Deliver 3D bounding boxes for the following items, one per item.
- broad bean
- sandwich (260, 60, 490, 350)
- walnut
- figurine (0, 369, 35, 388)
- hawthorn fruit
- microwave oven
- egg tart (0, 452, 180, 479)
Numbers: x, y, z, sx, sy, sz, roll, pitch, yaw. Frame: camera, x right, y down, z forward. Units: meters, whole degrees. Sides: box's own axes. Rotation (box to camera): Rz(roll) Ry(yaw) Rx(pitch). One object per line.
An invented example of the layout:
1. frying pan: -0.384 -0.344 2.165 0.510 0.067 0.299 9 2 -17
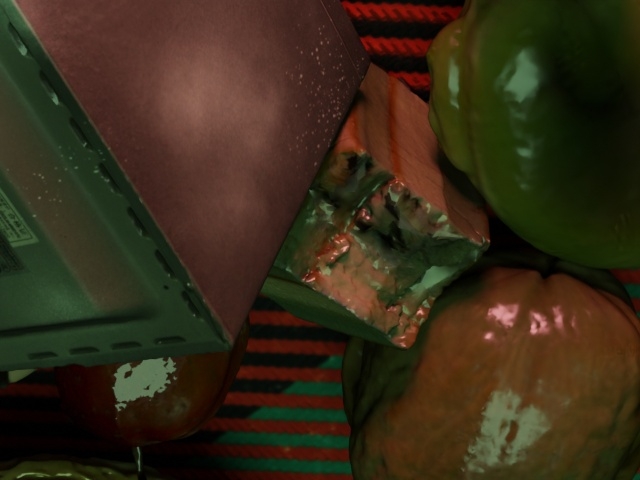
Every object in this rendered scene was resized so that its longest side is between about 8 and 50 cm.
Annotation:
1. broad bean: 0.215 -0.102 1.453 0.291 0.119 0.238 31 94 -24
2. sandwich: 0.000 0.000 1.492 0.155 0.198 0.227 36 116 -22
3. walnut: 0.140 0.128 1.559 0.283 0.227 0.283 9 119 16
4. figurine: -0.397 0.031 1.503 0.411 0.241 0.306 -13 129 -11
5. hawthorn fruit: -0.140 0.108 1.568 0.157 0.157 0.194 6 93 -5
6. microwave oven: -0.196 -0.166 1.262 0.236 0.374 0.432 -9 127 31
7. egg tart: -0.239 0.335 1.720 0.443 0.178 0.443 -2 123 -2
